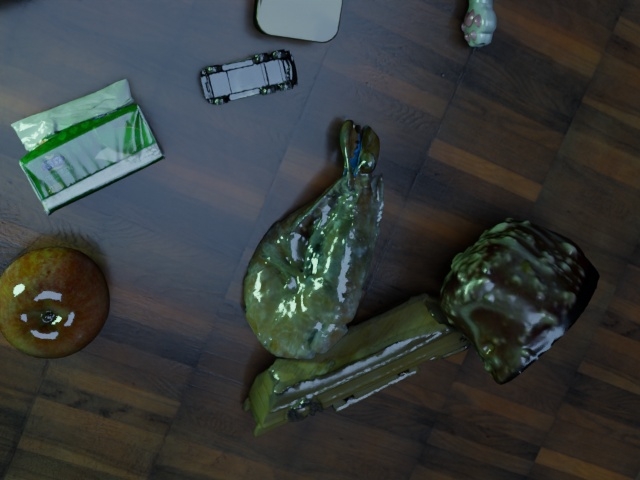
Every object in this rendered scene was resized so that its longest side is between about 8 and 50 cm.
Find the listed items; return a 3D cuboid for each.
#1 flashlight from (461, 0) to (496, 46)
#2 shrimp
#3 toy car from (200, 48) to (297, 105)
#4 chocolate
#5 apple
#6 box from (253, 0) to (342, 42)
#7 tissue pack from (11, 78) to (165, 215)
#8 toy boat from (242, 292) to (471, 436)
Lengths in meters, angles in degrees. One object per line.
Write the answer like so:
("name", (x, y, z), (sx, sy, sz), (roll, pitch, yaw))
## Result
("flashlight", (0.284, -0.450, 1.468), (0.048, 0.093, 0.200), (0, 95, -12))
("shrimp", (0.000, 0.000, 1.484), (0.221, 0.110, 0.445), (22, 89, 20))
("toy car", (-0.125, -0.283, 1.423), (0.165, 0.062, 0.071), (-15, 103, -9))
("chocolate", (0.343, 0.079, 1.487), (0.210, 0.340, 0.225), (45, 131, 4))
("apple", (-0.449, 0.105, 1.376), (0.188, 0.174, 0.188), (-3, 105, -11))
("box", (-0.037, -0.442, 1.395), (0.145, 0.090, 0.200), (4, 100, -13))
("tissue pack", (-0.382, -0.160, 1.349), (0.209, 0.148, 0.156), (-26, 106, -5))
("toy boat", (0.062, 0.234, 1.544), (0.446, 0.136, 0.162), (-24, 140, -7))
